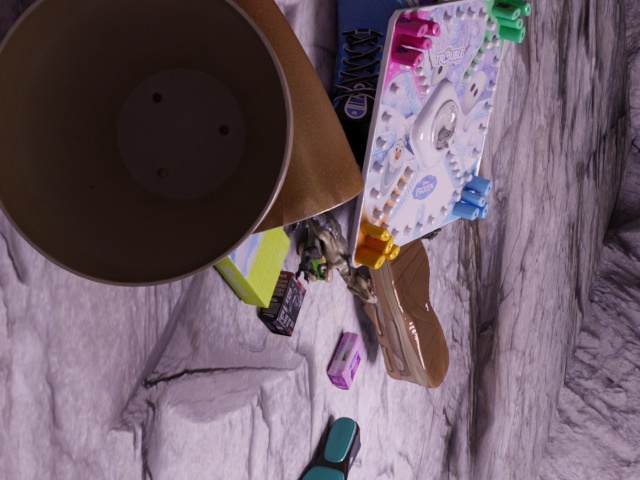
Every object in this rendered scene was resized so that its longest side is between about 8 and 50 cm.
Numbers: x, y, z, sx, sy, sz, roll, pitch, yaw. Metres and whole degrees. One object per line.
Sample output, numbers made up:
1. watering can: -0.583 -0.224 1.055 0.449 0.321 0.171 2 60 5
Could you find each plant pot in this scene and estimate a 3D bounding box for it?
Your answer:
1. plant pot: -0.093 -0.154 1.355 0.237 0.237 0.254 -36 116 -59
2. plant pot: -0.154 -0.106 1.170 0.191 0.284 0.284 -26 122 -81

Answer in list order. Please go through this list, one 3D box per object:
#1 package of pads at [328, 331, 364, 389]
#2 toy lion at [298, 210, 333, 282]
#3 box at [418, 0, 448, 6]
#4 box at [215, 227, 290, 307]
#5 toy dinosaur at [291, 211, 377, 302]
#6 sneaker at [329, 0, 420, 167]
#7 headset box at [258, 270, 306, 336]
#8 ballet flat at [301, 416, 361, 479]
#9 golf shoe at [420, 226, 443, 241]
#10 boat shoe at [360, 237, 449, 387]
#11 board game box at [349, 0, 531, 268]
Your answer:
1. package of pads: 0.043 0.195 1.982 0.050 0.032 0.083 67 38 -48
2. toy lion: 0.000 0.000 1.828 0.100 0.034 0.096 68 30 -49
3. box: 0.223 -0.390 2.171 0.293 0.057 0.201 -56 147 -45
4. box: -0.097 0.000 1.584 0.178 0.042 0.109 59 44 -55
5. toy dinosaur: -0.002 -0.013 1.733 0.118 0.064 0.268 -45 117 -57
6. sneaker: 0.079 -0.245 1.801 0.147 0.129 0.330 -61 149 -44
7. headset box: -0.052 0.085 1.729 0.062 0.032 0.083 55 47 -58
8. ballet flat: 0.018 0.372 1.941 0.203 0.074 0.074 -61 149 -44
9. golf shoe: 0.177 -0.129 2.102 0.120 0.105 0.273 -60 150 -54
10. boat shoe: 0.118 0.099 2.033 0.121 0.110 0.341 -43 126 -46
11. board game box: 0.192 -0.175 1.892 0.390 0.050 0.390 -23 128 -53
